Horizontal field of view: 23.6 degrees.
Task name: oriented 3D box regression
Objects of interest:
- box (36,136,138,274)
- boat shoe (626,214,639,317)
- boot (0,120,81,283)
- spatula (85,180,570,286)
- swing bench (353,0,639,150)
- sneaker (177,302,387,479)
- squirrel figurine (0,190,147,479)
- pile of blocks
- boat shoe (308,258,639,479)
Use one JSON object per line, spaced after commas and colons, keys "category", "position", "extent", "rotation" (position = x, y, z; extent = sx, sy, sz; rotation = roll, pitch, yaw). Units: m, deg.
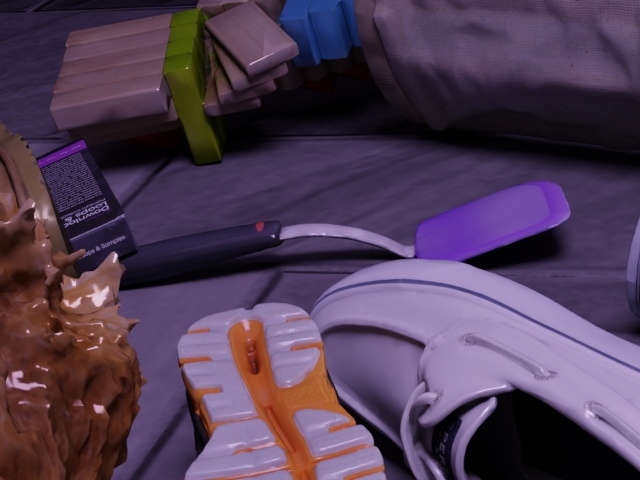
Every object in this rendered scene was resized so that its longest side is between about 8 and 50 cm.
{"category": "box", "position": [-0.187, -0.009, 0.979], "extent": [0.116, 0.029, 0.162], "rotation": [-25, 25, -8]}
{"category": "boat shoe", "position": [0.273, -0.047, 0.860], "extent": [0.105, 0.113, 0.306], "rotation": [13, 33, 27]}
{"category": "boot", "position": [-0.281, 0.025, 0.855], "extent": [0.269, 0.089, 0.236], "rotation": [-25, 24, -14]}
{"category": "spatula", "position": [0.000, 0.000, 0.928], "extent": [0.296, 0.030, 0.084], "rotation": [-6, 22, 4]}
{"category": "swing bench", "position": [0.200, -0.151, 1.065], "extent": [0.253, 0.165, 0.255], "rotation": [12, 35, 36]}
{"category": "sneaker", "position": [-0.015, 0.108, 0.622], "extent": [0.084, 0.083, 0.215], "rotation": [-7, 28, 0]}
{"category": "squirrel figurine", "position": [-0.265, 0.101, 0.561], "extent": [0.397, 0.281, 0.370], "rotation": [2, 10, -15]}
{"category": "pile of blocks", "position": [-0.021, -0.136, 1.148], "extent": [0.362, 0.112, 0.149], "rotation": [-25, 38, -9]}
{"category": "boat shoe", "position": [0.077, 0.074, 0.652], "extent": [0.258, 0.095, 0.084], "rotation": [13, 26, 42]}
